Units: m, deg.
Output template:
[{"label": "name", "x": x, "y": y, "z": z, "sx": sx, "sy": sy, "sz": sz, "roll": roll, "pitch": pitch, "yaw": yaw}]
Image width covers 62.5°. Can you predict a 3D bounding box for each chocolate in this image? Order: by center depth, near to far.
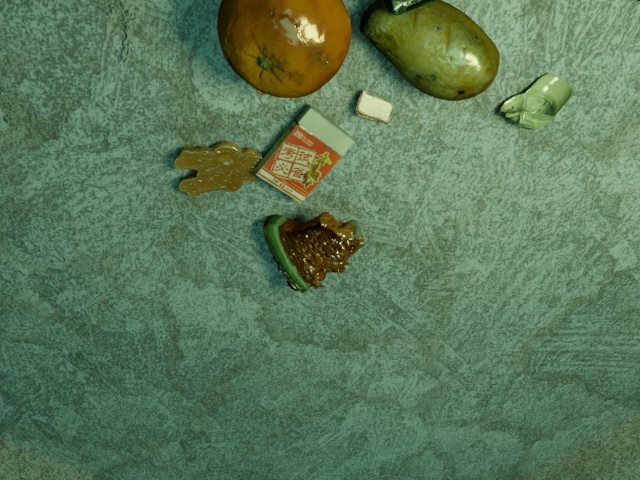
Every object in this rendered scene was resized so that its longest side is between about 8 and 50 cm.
[{"label": "chocolate", "x": 0.136, "y": -0.339, "z": 1.345, "sx": 0.100, "sy": 0.031, "sz": 0.065, "roll": 11, "pitch": 105, "yaw": -17}]

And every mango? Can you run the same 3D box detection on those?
[{"label": "mango", "x": 0.255, "y": -0.449, "z": 1.212, "sx": 0.329, "sy": 0.175, "sz": 0.176, "roll": 37, "pitch": 79, "yaw": -5}]

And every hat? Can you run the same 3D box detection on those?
[{"label": "hat", "x": 0.557, "y": -0.354, "z": 1.360, "sx": 0.122, "sy": 0.081, "sz": 0.166, "roll": 42, "pitch": 99, "yaw": 14}]

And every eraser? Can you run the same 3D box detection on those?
[{"label": "eraser", "x": -0.042, "y": -0.223, "z": 1.388, "sx": 0.157, "sy": 0.038, "sz": 0.230, "roll": 31, "pitch": 112, "yaw": -29}]

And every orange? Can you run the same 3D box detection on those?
[{"label": "orange", "x": -0.076, "y": -0.443, "z": 1.119, "sx": 0.283, "sy": 0.226, "sz": 0.284, "roll": 14, "pitch": 151, "yaw": 8}]

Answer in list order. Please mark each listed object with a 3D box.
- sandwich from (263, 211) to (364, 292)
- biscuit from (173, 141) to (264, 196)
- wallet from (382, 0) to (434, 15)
[{"label": "sandwich", "x": 0.000, "y": 0.000, "z": 1.486, "sx": 0.301, "sy": 0.162, "sz": 0.250, "roll": -14, "pitch": 116, "yaw": 41}, {"label": "biscuit", "x": -0.265, "y": -0.192, "z": 1.402, "sx": 0.236, "sy": 0.040, "sz": 0.144, "roll": -8, "pitch": 132, "yaw": -8}, {"label": "wallet", "x": 0.224, "y": -0.586, "z": 1.116, "sx": 0.236, "sy": 0.055, "sz": 0.160, "roll": -25, "pitch": 93, "yaw": -9}]
